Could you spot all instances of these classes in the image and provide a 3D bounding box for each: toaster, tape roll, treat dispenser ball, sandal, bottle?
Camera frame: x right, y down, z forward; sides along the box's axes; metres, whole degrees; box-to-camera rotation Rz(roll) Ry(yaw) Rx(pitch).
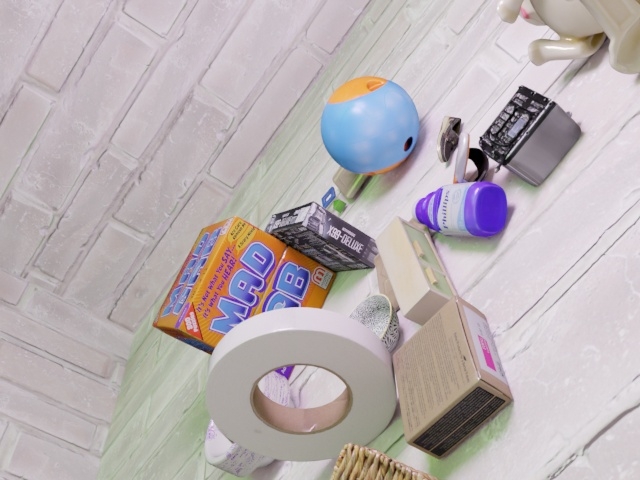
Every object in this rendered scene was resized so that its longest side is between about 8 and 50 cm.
[{"bbox_3d":[0.428,-0.214,1.475,0.185,0.110,0.168,-53,20,14],"label":"toaster"},{"bbox_3d":[-0.040,0.304,1.441,0.392,0.392,0.072,-48,23,28],"label":"tape roll"},{"bbox_3d":[0.144,-0.334,2.071,0.288,0.288,0.288,-48,22,27],"label":"treat dispenser ball"},{"bbox_3d":[0.344,-0.166,1.600,0.265,0.076,0.101,57,-139,-77],"label":"sandal"},{"bbox_3d":[0.300,-0.068,1.579,0.283,0.092,0.118,-174,88,-68],"label":"bottle"}]

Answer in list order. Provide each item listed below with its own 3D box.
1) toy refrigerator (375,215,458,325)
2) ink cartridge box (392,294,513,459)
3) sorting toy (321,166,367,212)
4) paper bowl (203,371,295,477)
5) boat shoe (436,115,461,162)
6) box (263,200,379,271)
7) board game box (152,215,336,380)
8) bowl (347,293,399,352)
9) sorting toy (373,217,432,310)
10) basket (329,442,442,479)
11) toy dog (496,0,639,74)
[{"bbox_3d":[0.213,0.066,1.547,0.094,0.102,0.269,-50,29,24],"label":"toy refrigerator"},{"bbox_3d":[0.234,0.248,1.304,0.193,0.088,0.234,-48,22,25],"label":"ink cartridge box"},{"bbox_3d":[0.126,-0.235,2.335,0.347,0.047,0.196,-55,24,10],"label":"sorting toy"},{"bbox_3d":[-0.173,0.479,1.861,0.284,0.148,0.284,-49,21,26],"label":"paper bowl"},{"bbox_3d":[0.339,-0.270,1.855,0.049,0.056,0.152,-3,57,27],"label":"boat shoe"},{"bbox_3d":[0.000,0.000,2.003,0.307,0.242,0.076,-13,49,65],"label":"box"},{"bbox_3d":[-0.238,0.182,2.142,0.356,0.356,0.356,-11,52,64],"label":"board game box"},{"bbox_3d":[0.127,0.214,1.613,0.170,0.080,0.170,-41,27,27],"label":"bowl"},{"bbox_3d":[0.210,0.058,1.726,0.193,0.038,0.208,-49,27,26],"label":"sorting toy"},{"bbox_3d":[0.113,0.527,1.187,0.214,0.223,0.299,13,70,35],"label":"basket"},{"bbox_3d":[0.541,-0.558,1.464,0.395,0.285,0.408,-56,18,7],"label":"toy dog"}]
